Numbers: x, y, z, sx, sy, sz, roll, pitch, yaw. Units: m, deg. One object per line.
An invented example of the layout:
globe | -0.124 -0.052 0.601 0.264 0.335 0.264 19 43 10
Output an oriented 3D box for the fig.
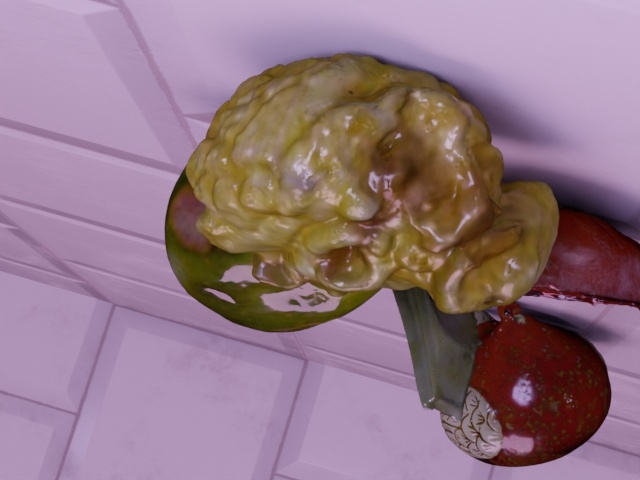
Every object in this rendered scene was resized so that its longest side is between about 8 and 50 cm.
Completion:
fig | 0.000 0.000 1.266 0.275 0.206 0.206 10 167 27

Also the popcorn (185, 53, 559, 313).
popcorn | 0.034 -0.048 1.063 0.286 0.173 0.225 12 161 21

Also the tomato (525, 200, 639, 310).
tomato | 0.211 0.007 1.270 0.228 0.101 0.228 12 176 1

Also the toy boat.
toy boat | 0.111 0.055 1.378 0.093 0.293 0.055 24 122 -27

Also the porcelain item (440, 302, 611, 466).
porcelain item | 0.271 0.181 1.867 0.253 0.253 0.253 16 169 3
